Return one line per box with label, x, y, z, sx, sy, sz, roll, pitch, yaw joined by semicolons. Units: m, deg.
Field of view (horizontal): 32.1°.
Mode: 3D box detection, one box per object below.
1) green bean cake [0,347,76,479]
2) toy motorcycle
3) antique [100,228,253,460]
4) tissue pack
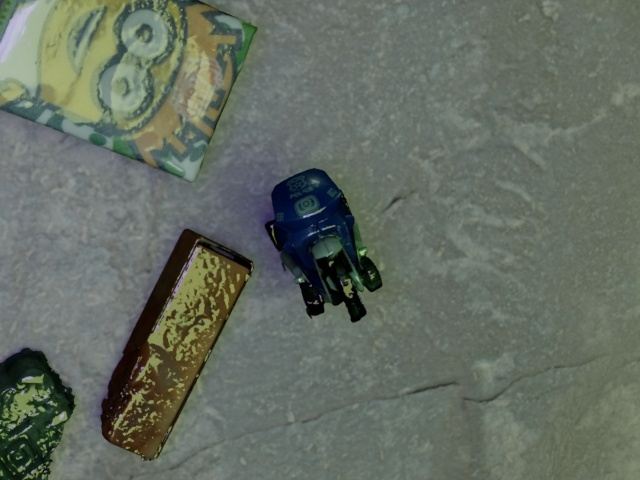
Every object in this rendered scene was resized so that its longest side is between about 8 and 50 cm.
green bean cake;-0.406;0.272;1.471;0.208;0.107;0.193;-35;110;-15
toy motorcycle;0.000;0.000;1.471;0.125;0.331;0.196;-23;97;-1
antique;-0.207;0.144;1.540;0.093;0.087;0.310;27;89;-23
tissue pack;-0.266;-0.235;1.419;0.311;0.128;0.228;21;93;-25
